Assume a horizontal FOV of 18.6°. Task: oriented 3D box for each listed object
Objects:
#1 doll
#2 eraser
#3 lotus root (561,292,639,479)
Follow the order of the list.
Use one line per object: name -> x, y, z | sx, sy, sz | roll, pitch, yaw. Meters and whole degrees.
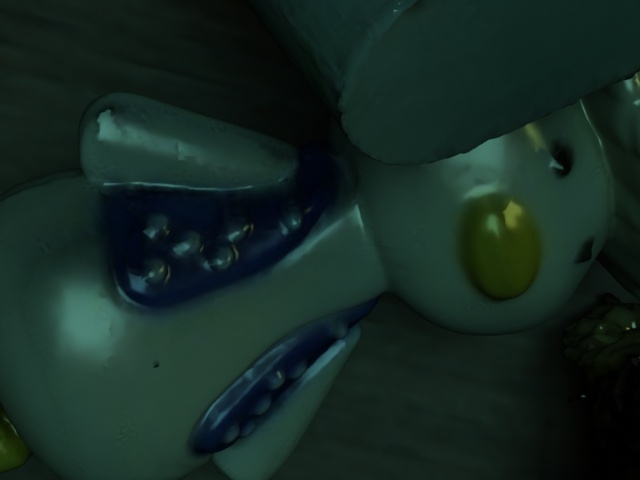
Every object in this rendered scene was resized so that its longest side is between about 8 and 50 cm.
doll -> 0.000, 0.000, 0.590 | 0.293, 0.119, 0.138 | -23, 115, -7
eraser -> 0.030, -0.143, 0.559 | 0.174, 0.081, 0.227 | -27, 53, -10
lotus root -> 0.173, 0.147, 0.584 | 0.169, 0.141, 0.314 | -25, 83, -2
